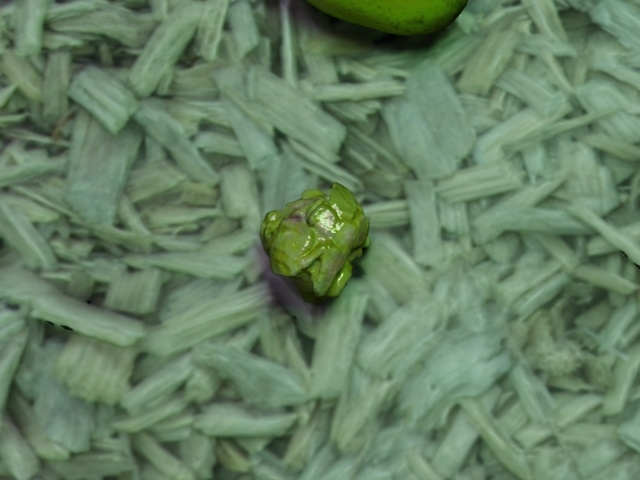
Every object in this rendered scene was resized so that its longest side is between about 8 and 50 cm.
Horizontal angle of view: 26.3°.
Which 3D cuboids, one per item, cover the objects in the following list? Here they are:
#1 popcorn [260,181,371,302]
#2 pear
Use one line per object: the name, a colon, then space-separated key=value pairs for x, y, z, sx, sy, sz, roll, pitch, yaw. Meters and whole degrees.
popcorn: x=-0.001 y=0.000 z=1.193 sx=0.097 sy=0.109 sz=0.089 roll=-38 pitch=102 yaw=20
pear: x=0.054 y=-0.293 z=1.281 sx=0.219 sy=0.187 sz=0.187 roll=42 pitch=72 yaw=10
